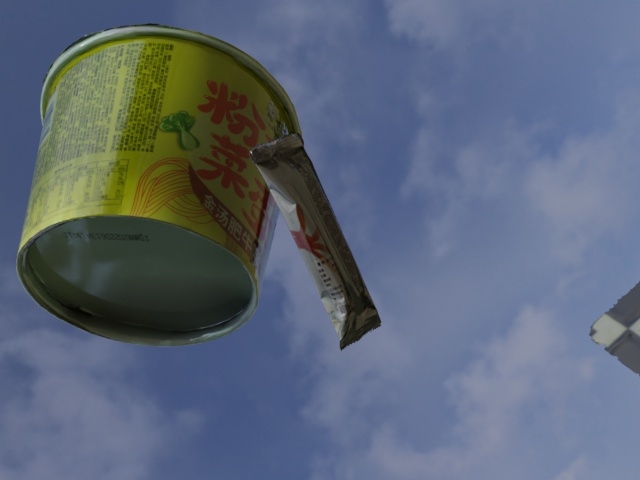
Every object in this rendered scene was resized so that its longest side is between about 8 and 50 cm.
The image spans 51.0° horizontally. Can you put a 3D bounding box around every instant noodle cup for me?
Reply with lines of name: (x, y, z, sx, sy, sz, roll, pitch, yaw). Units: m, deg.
instant noodle cup: (-0.171, -0.036, 0.719, 0.311, 0.311, 0.221, 45, -144, -42)

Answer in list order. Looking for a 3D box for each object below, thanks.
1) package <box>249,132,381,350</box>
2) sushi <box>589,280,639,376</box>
package: (0.000, 0.000, 0.336, 0.037, 0.015, 0.110, -28, -85, -43)
sushi: (0.385, 0.015, 0.353, 0.343, 0.359, 0.064, -43, -52, -1)
